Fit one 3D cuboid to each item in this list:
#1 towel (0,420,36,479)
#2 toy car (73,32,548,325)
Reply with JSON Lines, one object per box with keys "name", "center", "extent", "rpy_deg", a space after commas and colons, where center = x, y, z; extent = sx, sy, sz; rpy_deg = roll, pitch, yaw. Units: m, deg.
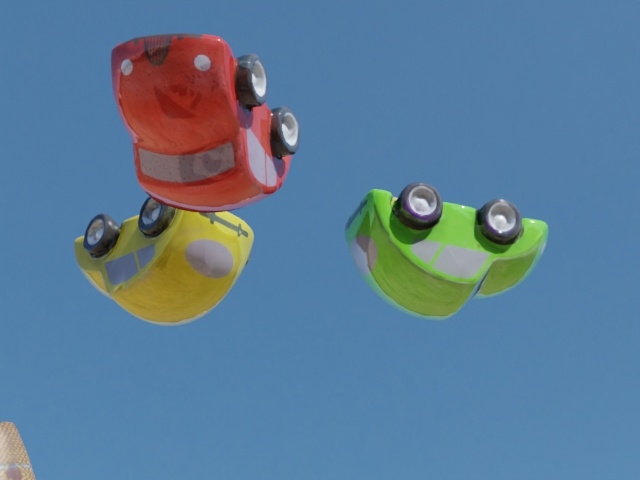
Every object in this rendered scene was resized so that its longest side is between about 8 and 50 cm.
{"name": "towel", "center": [-0.196, 0.170, 0.269], "extent": [0.370, 0.271, 0.040], "rpy_deg": [2, -36, -43]}
{"name": "toy car", "center": [0.000, 0.000, 0.605], "extent": [0.225, 0.053, 0.239], "rpy_deg": [10, -25, -12]}
